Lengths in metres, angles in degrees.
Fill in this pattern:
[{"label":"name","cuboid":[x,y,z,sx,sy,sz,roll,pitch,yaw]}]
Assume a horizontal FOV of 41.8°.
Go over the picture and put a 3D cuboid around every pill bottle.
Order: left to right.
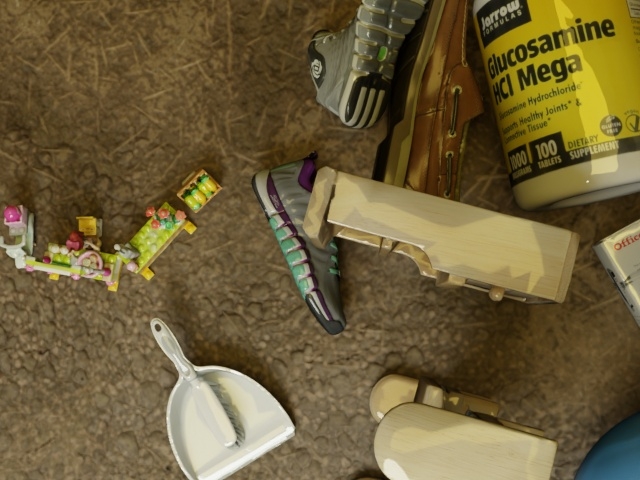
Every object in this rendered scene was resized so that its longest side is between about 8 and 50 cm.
[{"label":"pill bottle","cuboid":[0.279,-0.212,0.952,0.188,0.188,0.333,-12,84,6]}]

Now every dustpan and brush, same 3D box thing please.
[{"label":"dustpan and brush","cuboid":[-0.145,0.186,1.032,0.147,0.060,0.211,-32,83,3]}]

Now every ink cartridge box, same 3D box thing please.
[{"label":"ink cartridge box","cuboid":[0.398,0.038,0.983,0.099,0.056,0.135,-28,83,3]}]

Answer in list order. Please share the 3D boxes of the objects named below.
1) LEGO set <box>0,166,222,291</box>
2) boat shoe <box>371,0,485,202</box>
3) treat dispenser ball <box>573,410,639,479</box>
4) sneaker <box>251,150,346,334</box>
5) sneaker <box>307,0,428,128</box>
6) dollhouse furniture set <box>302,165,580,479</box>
[{"label":"LEGO set","cuboid":[-0.261,-0.007,1.038,0.287,0.107,0.132,-12,84,6]},{"label":"boat shoe","cuboid":[0.141,-0.167,1.014,0.105,0.111,0.307,15,87,-8]},{"label":"treat dispenser ball","cuboid":[0.395,0.304,0.844,0.288,0.288,0.288,-1,85,7]},{"label":"sneaker","cuboid":[0.000,0.000,1.023,0.098,0.083,0.223,-25,83,-3]},{"label":"sneaker","cuboid":[0.043,-0.260,1.009,0.132,0.086,0.228,35,109,46]},{"label":"dollhouse furniture set","cuboid":[0.074,0.155,0.852,0.257,0.362,0.393,15,86,4]}]
